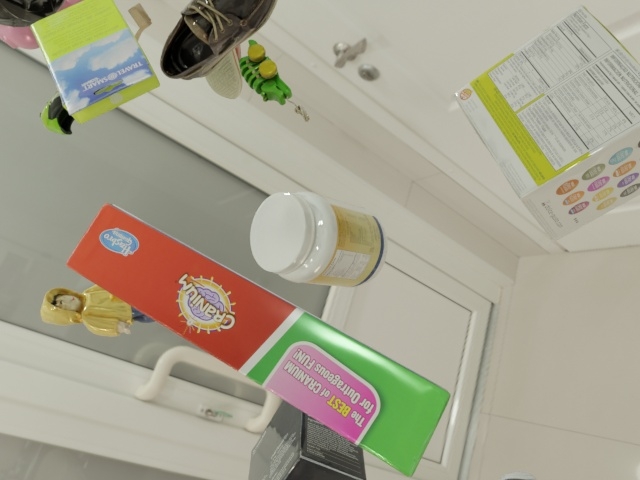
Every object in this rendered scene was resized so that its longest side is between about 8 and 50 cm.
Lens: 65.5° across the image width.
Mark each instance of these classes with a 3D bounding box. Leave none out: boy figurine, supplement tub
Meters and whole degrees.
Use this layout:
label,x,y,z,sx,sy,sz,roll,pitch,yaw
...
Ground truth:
label,x,y,z,sx,sy,sz,roll,pitch,yaw
boy figurine,-0.466,0.137,1.116,0.177,0.285,0.092,-107,23,-45
supplement tub,0.000,0.000,1.284,0.228,0.316,0.228,-10,76,41

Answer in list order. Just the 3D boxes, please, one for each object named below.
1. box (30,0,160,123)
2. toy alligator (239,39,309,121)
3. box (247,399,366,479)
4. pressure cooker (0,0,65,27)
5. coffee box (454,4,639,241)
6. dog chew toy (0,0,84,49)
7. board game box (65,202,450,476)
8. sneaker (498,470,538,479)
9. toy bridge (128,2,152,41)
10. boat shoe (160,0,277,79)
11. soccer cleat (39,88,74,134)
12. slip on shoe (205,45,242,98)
label,x,y,z,sx,sy,sz,roll,pitch,yaw
box,-0.273,-0.221,0.606,0.109,0.042,0.178,-30,64,-7
toy alligator,-0.085,-0.248,0.792,0.051,0.056,0.189,-31,69,-4
box,-0.049,0.580,1.291,0.343,0.179,0.312,-60,13,20
pressure cooker,-0.691,-0.591,0.855,0.375,0.420,0.370,-80,4,-56
coffee box,0.592,-0.260,1.194,0.334,0.338,0.338,-34,57,23
dog chew toy,-0.735,-0.655,1.334,0.332,0.206,0.206,-52,28,-5
board game box,-0.044,0.095,0.485,0.064,0.316,0.242,-60,-15,-11
sneaker,0.296,0.499,0.814,0.269,0.101,0.153,-29,11,-15
toy bridge,-0.353,-0.311,0.813,0.188,0.063,0.026,-23,35,15
boat shoe,-0.209,-0.440,1.011,0.355,0.132,0.130,-36,17,41
soccer cleat,-0.434,-0.271,0.879,0.072,0.060,0.179,25,95,23
slip on shoe,-0.270,-0.538,1.406,0.331,0.123,0.101,93,-162,-57
